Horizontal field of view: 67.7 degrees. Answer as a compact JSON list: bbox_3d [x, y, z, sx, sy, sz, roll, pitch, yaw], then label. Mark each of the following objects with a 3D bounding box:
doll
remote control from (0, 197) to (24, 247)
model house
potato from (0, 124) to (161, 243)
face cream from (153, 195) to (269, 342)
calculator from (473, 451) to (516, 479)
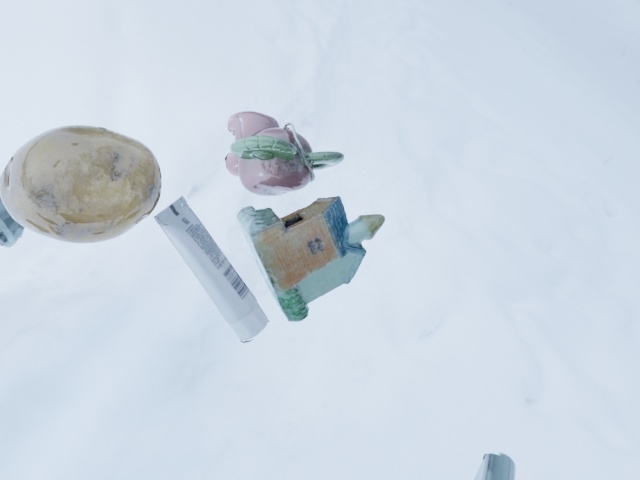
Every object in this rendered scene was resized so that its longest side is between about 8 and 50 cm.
[{"bbox_3d":[-0.107,-0.219,1.157,0.284,0.268,0.217,2,88,-45],"label":"doll"},{"bbox_3d":[-0.529,-0.093,0.687,0.247,0.104,0.052,55,51,-21],"label":"remote control"},{"bbox_3d":[0.000,0.000,1.166,0.324,0.267,0.194,-25,28,-9],"label":"model house"},{"bbox_3d":[-0.231,-0.056,0.462,0.146,0.112,0.112,-12,57,-17],"label":"potato"},{"bbox_3d":[-0.163,0.049,0.735,0.244,0.058,0.092,60,19,-17],"label":"face cream"},{"bbox_3d":[0.192,0.368,0.584,0.045,0.141,0.246,22,20,19],"label":"calculator"}]
